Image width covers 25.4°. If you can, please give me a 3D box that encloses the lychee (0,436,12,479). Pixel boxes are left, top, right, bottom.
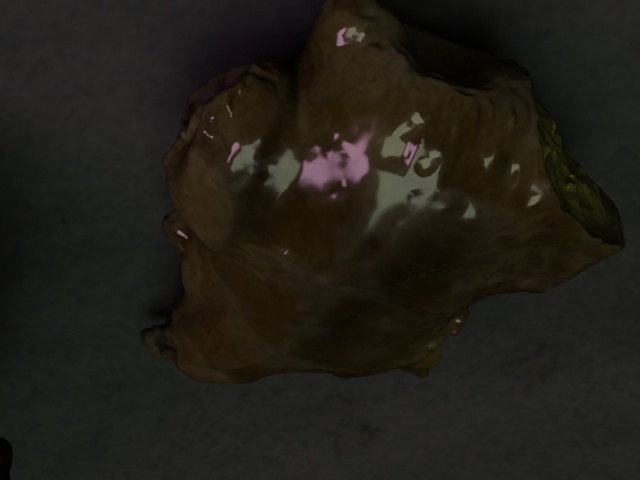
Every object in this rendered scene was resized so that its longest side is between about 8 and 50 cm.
[{"bbox_3d":[-0.270,0.085,0.673,0.261,0.260,0.260,-3,128,-4],"label":"lychee"}]

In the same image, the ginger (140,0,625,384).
[{"bbox_3d":[0.000,0.000,0.713,0.270,0.123,0.219,-35,126,20],"label":"ginger"}]
